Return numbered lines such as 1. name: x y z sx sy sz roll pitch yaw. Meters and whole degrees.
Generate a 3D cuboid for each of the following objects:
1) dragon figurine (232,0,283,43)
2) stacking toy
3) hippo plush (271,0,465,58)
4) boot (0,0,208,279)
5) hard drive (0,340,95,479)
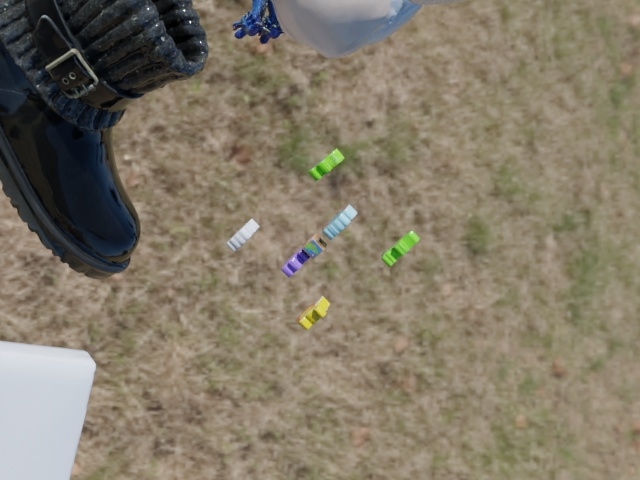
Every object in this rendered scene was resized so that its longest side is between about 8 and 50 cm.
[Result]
1. dragon figurine: -0.046 -0.443 1.523 0.144 0.289 0.085 51 19 17
2. stacking toy: 0.000 0.000 1.312 0.167 0.221 0.052 48 23 -6
3. hippo plush: -0.002 -0.257 0.678 0.236 0.234 0.294 168 -81 -83
4. boot: -0.219 -0.134 1.017 0.131 0.260 0.348 -86 151 -58
5. hard drive: -0.366 0.176 0.716 0.353 0.047 0.233 11 97 -29
